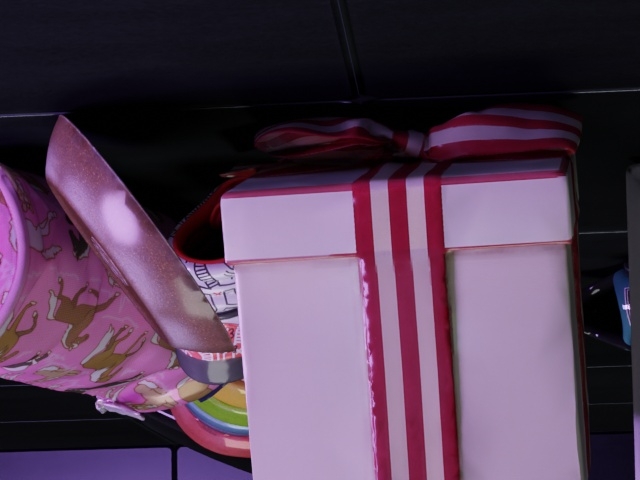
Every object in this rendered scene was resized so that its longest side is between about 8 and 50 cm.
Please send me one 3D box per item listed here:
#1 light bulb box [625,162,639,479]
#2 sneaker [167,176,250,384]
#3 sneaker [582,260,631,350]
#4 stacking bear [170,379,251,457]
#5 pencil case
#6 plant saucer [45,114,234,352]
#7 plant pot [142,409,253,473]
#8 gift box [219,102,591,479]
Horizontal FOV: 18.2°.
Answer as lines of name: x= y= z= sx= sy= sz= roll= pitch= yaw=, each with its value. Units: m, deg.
light bulb box: x=0.407 y=0.129 z=1.599 sx=0.225 sy=0.358 sz=0.361 roll=-5 pitch=170 yaw=27
sneaker: x=0.000 y=0.001 z=1.570 sx=0.270 sy=0.090 sz=0.145 roll=-25 pitch=135 yaw=-20
sneaker: x=0.357 y=0.066 z=1.923 sx=0.121 sy=0.108 sz=0.302 roll=0 pitch=171 yaw=-30
stacking bear: x=-0.057 y=0.087 z=1.860 sx=0.164 sy=0.175 sz=0.289 roll=-26 pitch=163 yaw=-18
pencil case: x=-0.202 y=0.044 z=1.573 sx=0.160 sy=0.167 sz=0.386 roll=-16 pitch=164 yaw=21
plant saucer: x=-0.130 y=0.005 z=1.351 sx=0.036 sy=0.199 sz=0.198 roll=-37 pitch=173 yaw=-9
plant pot: x=-0.097 y=0.145 z=2.129 sx=0.167 sy=0.188 sz=0.188 roll=12 pitch=168 yaw=-5
gift box: x=0.060 y=0.038 z=1.385 sx=0.255 sy=0.258 sz=0.276 roll=-4 pitch=-171 yaw=4
